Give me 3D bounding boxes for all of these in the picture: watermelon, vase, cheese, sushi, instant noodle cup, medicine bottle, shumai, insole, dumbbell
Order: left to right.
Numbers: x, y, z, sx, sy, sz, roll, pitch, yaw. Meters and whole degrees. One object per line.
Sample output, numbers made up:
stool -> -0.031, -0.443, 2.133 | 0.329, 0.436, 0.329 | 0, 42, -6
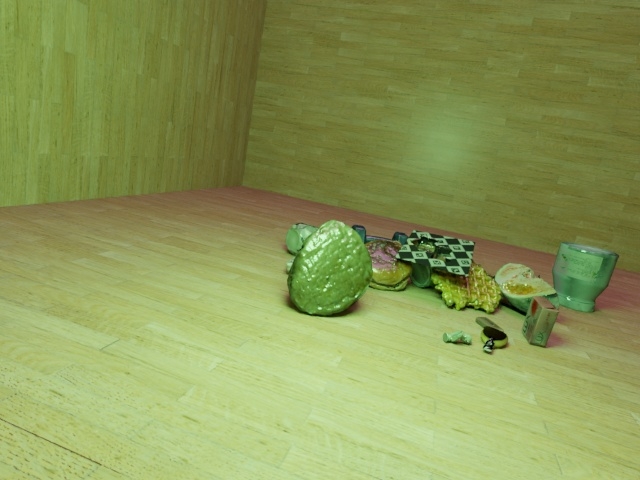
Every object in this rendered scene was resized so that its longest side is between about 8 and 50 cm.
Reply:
vase -> 0.000, 0.000, 2.080 | 0.360, 0.165, 0.165 | 3, 15, -43
shumai -> 0.010, 0.113, 1.472 | 0.292, 0.330, 0.288 | 45, -16, -13
dumbbell -> 0.319, 0.008, 2.295 | 0.324, 0.160, 0.144 | 10, 45, -4
instant noodle cup -> 0.530, 0.126, 1.889 | 0.232, 0.207, 0.207 | -7, 20, -29
sushi -> 0.493, 0.065, 1.751 | 0.292, 0.059, 0.294 | 13, 31, 23
cheese -> 0.558, 0.327, 1.349 | 0.086, 0.036, 0.162 | 21, 16, 28
insole -> 0.830, 0.295, 1.774 | 0.045, 0.002, 0.135 | 3, 15, -28
watermelon -> 0.866, 0.240, 1.774 | 0.175, 0.188, 0.322 | -21, 15, 10
medicine bottle -> 1.247, 0.173, 1.989 | 0.244, 0.290, 0.245 | 9, 12, -2

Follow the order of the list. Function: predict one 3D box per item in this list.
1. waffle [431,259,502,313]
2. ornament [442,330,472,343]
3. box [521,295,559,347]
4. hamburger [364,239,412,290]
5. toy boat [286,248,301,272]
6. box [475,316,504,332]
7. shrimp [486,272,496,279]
waffle -> 0.608, 0.189, 1.718 | 0.300, 0.058, 0.282 | -6, 49, -23
ornament -> 0.439, 0.308, 1.328 | 0.092, 0.041, 0.068 | 2, -12, 14
box -> 0.763, 0.281, 1.447 | 0.060, 0.156, 0.111 | 13, 16, 8
hamburger -> 0.276, 0.103, 1.784 | 0.243, 0.146, 0.286 | 28, 38, 26
toy boat -> -0.003, 0.095, 1.710 | 0.269, 0.141, 0.141 | -2, 11, 9
box -> 0.610, 0.307, 1.499 | 0.048, 0.025, 0.115 | 9, 12, -13
shrimp -> 0.864, 0.181, 2.206 | 0.147, 0.035, 0.195 | 23, 11, 36
